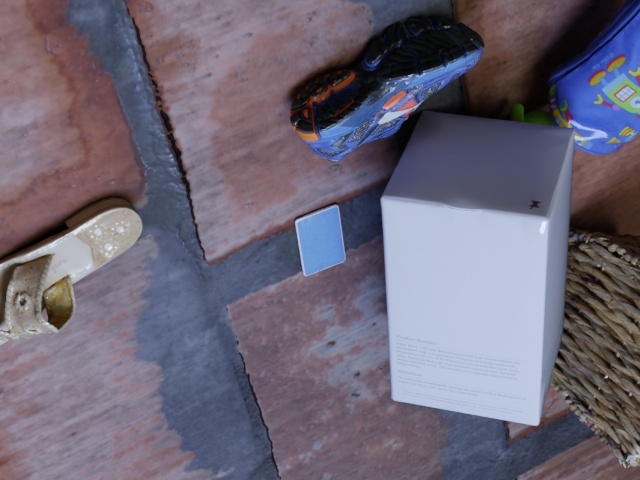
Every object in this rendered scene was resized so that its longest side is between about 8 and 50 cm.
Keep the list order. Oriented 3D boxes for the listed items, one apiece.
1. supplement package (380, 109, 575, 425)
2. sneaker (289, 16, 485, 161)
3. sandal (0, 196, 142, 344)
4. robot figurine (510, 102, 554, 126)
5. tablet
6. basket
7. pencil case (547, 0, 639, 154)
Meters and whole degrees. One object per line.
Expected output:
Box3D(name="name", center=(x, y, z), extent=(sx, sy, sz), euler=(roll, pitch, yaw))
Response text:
Box3D(name="supplement package", center=(0.177, 0.030, 1.475), extent=(0.177, 0.175, 0.293), euler=(9, 130, 16))
Box3D(name="sneaker", center=(0.072, -0.158, 1.396), extent=(0.221, 0.083, 0.087), euler=(-28, 146, -3))
Box3D(name="sandal", center=(-0.274, 0.053, 1.334), extent=(0.240, 0.079, 0.088), euler=(-38, 133, -1))
Box3D(name="robot figurine", center=(0.234, -0.106, 1.525), extent=(0.115, 0.067, 0.101), euler=(-28, 144, -10))
Box3D(name="tablet", center=(0.000, 0.000, 1.507), extent=(0.054, 0.006, 0.083), euler=(-21, 130, -15))
Box3D(name="basket", center=(0.416, 0.121, 1.643), extent=(0.223, 0.299, 0.213), euler=(10, 115, -33))
Box3D(name="pencil case", center=(0.357, -0.209, 1.402), extent=(0.133, 0.119, 0.306), euler=(25, 146, -13))
